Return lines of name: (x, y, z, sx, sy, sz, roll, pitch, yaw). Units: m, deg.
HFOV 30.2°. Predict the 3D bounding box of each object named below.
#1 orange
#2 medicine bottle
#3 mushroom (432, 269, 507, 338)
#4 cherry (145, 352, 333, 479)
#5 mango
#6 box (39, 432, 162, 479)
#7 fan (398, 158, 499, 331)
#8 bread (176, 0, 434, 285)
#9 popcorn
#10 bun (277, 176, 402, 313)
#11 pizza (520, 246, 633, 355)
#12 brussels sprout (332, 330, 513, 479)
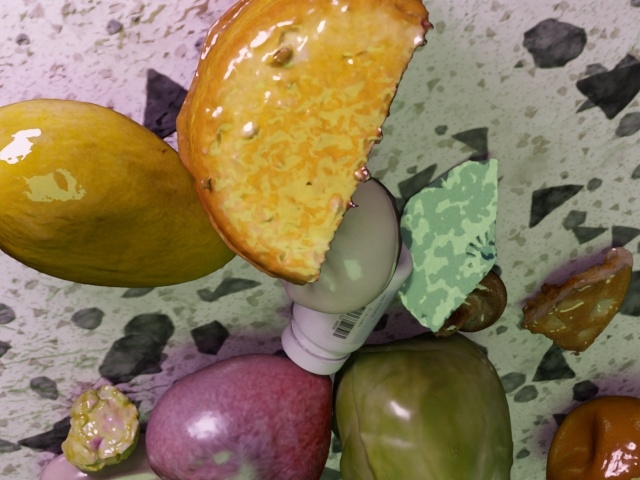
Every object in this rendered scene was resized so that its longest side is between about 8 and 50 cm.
orange: (0.474, 0.343, 1.845, 0.249, 0.183, 0.249, -3, 149, -2)
medicine bottle: (0.030, 0.073, 1.469, 0.103, 0.102, 0.186, 11, 127, -29)
mushroom: (0.179, 0.074, 1.543, 0.126, 0.085, 0.109, 26, 101, -21)
cherry: (-0.099, 0.255, 1.530, 0.239, 0.239, 0.206, 13, 157, -31)
mango: (-0.233, -0.036, 1.241, 0.195, 0.142, 0.332, -35, 137, 19)
box: (-0.280, 0.332, 1.608, 0.200, 0.088, 0.146, -13, 136, -7)
fan: (0.158, 0.001, 1.468, 0.131, 0.009, 0.240, 17, 109, -3)
bread: (-0.040, -0.126, 1.165, 0.179, 0.194, 0.340, 21, 104, -15)
popcorn: (-0.281, 0.245, 1.525, 0.097, 0.109, 0.089, 25, 162, 2)
bun: (0.000, 0.000, 1.335, 0.120, 0.173, 0.172, 0, 134, -41)
pizza: (0.349, 0.093, 1.648, 0.161, 0.062, 0.182, -16, 141, -15)
brussels sprout: (0.135, 0.264, 1.569, 0.247, 0.328, 0.328, 2, 136, 11)
